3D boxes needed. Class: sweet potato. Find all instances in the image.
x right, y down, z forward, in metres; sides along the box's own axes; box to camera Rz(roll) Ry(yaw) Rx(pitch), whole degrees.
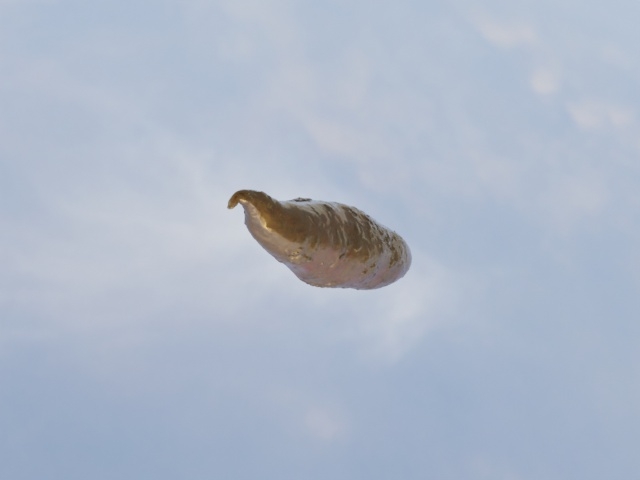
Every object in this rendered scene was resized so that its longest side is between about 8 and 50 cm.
[{"bbox_3d":[0.000,0.000,1.041,0.068,0.060,0.206,27,-178,31],"label":"sweet potato"}]
